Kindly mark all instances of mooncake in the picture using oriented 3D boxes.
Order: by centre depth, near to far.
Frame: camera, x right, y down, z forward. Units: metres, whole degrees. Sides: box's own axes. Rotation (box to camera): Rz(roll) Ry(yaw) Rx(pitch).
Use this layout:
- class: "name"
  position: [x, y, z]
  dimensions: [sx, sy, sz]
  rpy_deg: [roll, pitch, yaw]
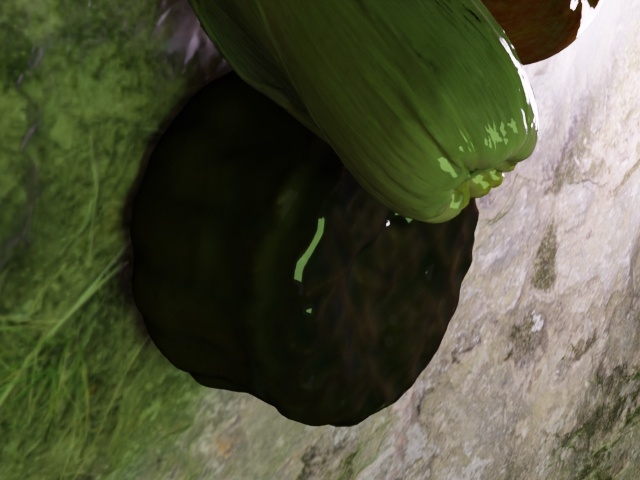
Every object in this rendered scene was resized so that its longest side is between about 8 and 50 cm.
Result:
- class: "mooncake"
  position: [0.000, 0.000, 0.716]
  dimensions: [0.290, 0.161, 0.290]
  rpy_deg: [-26, 125, -44]

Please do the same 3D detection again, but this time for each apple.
- class: "apple"
  position: [0.153, -0.241, 0.779]
  dimensions: [0.188, 0.174, 0.188]
  rpy_deg: [-31, 131, -43]

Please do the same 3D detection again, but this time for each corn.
- class: "corn"
  position: [0.011, -0.148, 0.570]
  dimensions: [0.122, 0.305, 0.123]
  rpy_deg: [-29, 160, -27]
